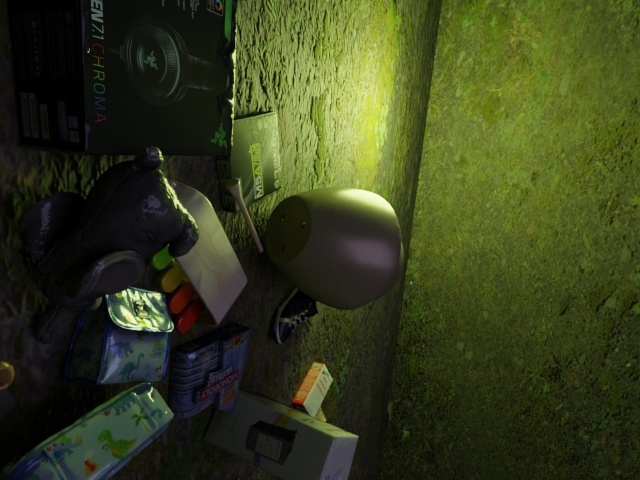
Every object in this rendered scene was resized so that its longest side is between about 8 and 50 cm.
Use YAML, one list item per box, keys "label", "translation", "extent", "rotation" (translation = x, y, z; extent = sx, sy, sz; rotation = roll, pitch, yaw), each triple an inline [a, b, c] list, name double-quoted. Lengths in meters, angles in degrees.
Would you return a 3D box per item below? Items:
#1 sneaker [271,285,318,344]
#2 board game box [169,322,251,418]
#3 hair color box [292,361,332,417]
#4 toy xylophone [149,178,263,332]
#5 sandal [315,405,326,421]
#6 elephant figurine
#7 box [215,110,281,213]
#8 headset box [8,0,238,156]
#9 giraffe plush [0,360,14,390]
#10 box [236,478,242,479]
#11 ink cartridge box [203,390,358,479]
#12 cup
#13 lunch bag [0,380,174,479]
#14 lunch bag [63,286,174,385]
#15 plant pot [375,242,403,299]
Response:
- label: "sneaker"
  translation: [-0.058, 0.200, 1.194]
  extent: [0.235, 0.097, 0.084]
  rotation: [-61, 149, -34]
- label: "board game box"
  translation: [-0.238, 0.304, 0.897]
  extent: [0.194, 0.060, 0.194]
  rotation: [-14, 112, -63]
- label: "hair color box"
  translation: [-0.025, 0.524, 1.430]
  extent: [0.167, 0.053, 0.093]
  rotation: [-53, 131, -41]
- label: "toy xylophone"
  translation: [-0.220, 0.023, 0.795]
  extent: [0.236, 0.081, 0.323]
  rotation: [-53, 145, -44]
- label: "sandal"
  translation: [-0.018, 0.654, 1.486]
  extent: [0.088, 0.079, 0.240]
  rotation: [12, 88, -65]
- label: "elephant figurine"
  translation: [-0.290, 0.016, 0.527]
  extent: [0.239, 0.169, 0.186]
  rotation: [-46, 129, -29]
- label: "box"
  translation: [-0.154, -0.178, 0.899]
  extent: [0.184, 0.045, 0.191]
  rotation: [-41, 135, -57]
- label: "headset box"
  translation: [-0.245, -0.245, 0.574]
  extent: [0.283, 0.131, 0.246]
  rotation: [-20, 118, -62]
- label: "giraffe plush"
  translation: [-0.407, 0.140, 0.393]
  extent: [0.210, 0.181, 0.170]
  rotation: [-104, -165, -52]
- label: "box"
  translation: [-0.200, 0.797, 1.095]
  extent: [0.122, 0.128, 0.257]
  rotation: [-34, 129, -57]
- label: "ink cartridge box"
  translation: [-0.087, 0.480, 0.996]
  extent: [0.131, 0.306, 0.226]
  rotation: [-70, 154, -18]
- label: "cup"
  translation: [0.000, 0.000, 1.041]
  extent: [0.237, 0.331, 0.331]
  rotation: [17, 84, -44]
- label: "lunch bag"
  translation: [-0.334, 0.303, 0.573]
  extent: [0.176, 0.090, 0.219]
  rotation: [-41, 174, 32]
- label: "lunch bag"
  translation: [-0.310, 0.148, 0.651]
  extent: [0.129, 0.096, 0.151]
  rotation: [33, 54, -60]
- label: "plant pot"
  translation: [0.084, 0.040, 1.260]
  extent: [0.191, 0.284, 0.284]
  rotation: [17, 84, -51]
